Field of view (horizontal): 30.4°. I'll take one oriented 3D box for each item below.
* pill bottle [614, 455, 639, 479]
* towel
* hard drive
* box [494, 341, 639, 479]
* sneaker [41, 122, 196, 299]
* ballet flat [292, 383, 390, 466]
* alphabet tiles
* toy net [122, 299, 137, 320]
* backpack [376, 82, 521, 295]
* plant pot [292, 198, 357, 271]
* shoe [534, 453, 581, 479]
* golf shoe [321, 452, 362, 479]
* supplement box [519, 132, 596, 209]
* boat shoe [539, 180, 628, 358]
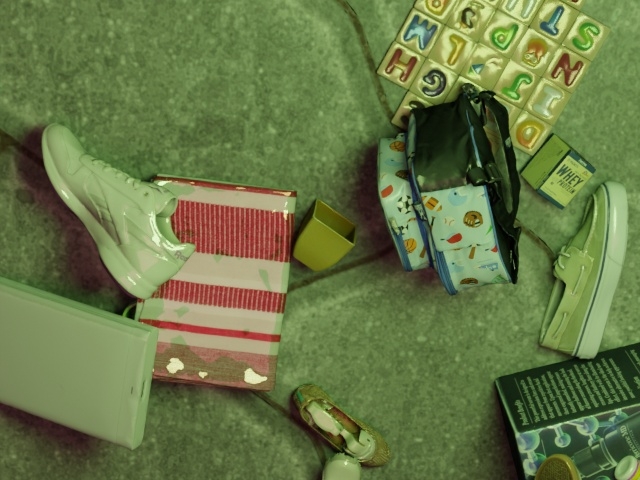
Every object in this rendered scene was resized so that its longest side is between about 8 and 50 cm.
[{"bbox_3d":[0.485,0.362,1.764,0.083,0.043,0.043,35,103,-10],"label":"pill bottle"},{"bbox_3d":[-0.169,0.070,1.860,0.237,0.037,0.329,6,97,-8],"label":"towel"},{"bbox_3d":[-0.412,0.191,1.866,0.308,0.040,0.203,16,107,17],"label":"hard drive"},{"bbox_3d":[0.514,0.342,1.893,0.395,0.212,0.293,-15,107,5],"label":"box"},{"bbox_3d":[-0.305,-0.065,1.788,0.152,0.114,0.305,-36,85,9],"label":"sneaker"},{"bbox_3d":[0.035,0.320,1.953,0.206,0.067,0.073,38,99,-12],"label":"ballet flat"},{"bbox_3d":[0.265,-0.290,1.802,0.285,0.011,0.342,27,105,-9],"label":"alphabet tiles"},{"bbox_3d":[-0.206,0.157,1.913,0.232,0.045,0.122,5,106,-2],"label":"toy net"},{"bbox_3d":[0.198,-0.052,1.750,0.213,0.276,0.263,-16,120,18],"label":"backpack"},{"bbox_3d":[0.000,0.000,1.853,0.081,0.081,0.083,35,111,-10],"label":"plant pot"},{"bbox_3d":[0.365,0.420,1.781,0.077,0.058,0.219,6,106,32],"label":"shoe"},{"bbox_3d":[0.023,0.435,1.958,0.069,0.086,0.176,16,122,-2],"label":"golf shoe"},{"bbox_3d":[0.365,-0.107,1.816,0.056,0.083,0.083,33,104,-23],"label":"supplement box"},{"bbox_3d":[0.416,0.050,1.859,0.094,0.109,0.302,7,109,-1],"label":"boat shoe"}]
